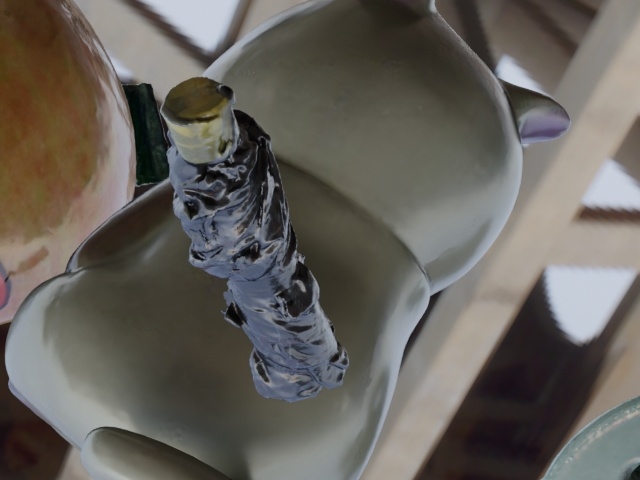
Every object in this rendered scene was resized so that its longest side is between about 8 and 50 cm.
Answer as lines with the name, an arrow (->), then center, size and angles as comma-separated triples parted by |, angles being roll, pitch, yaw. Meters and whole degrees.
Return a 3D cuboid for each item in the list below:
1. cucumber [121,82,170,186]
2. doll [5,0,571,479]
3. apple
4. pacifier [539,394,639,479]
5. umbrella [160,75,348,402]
cucumber -> -0.206, -0.110, 1.907 | 0.062, 0.116, 0.115 | -10, -93, -16
doll -> -0.027, 0.020, 1.018 | 0.215, 0.226, 0.370 | 44, -120, -28
apple -> -0.360, -0.096, 1.474 | 0.391, 0.346, 0.391 | -13, -164, 4
pacifier -> 0.252, 0.275, 1.160 | 0.288, 0.343, 0.269 | -14, -175, 15
umbrella -> -0.023, 0.002, 0.572 | 0.040, 0.144, 0.037 | 0, -129, 17
